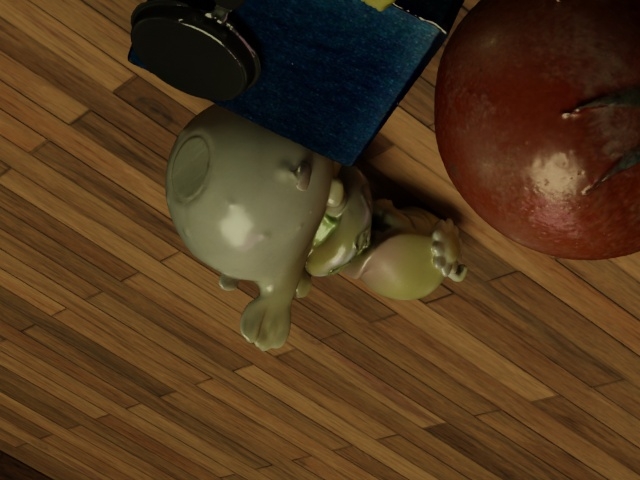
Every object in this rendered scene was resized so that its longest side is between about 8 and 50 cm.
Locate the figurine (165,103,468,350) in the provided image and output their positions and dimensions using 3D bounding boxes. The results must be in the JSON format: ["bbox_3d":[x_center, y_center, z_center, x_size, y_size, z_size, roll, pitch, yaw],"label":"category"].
[{"bbox_3d":[0.000,0.000,1.710,0.394,0.274,0.227,20,175,-38],"label":"figurine"}]

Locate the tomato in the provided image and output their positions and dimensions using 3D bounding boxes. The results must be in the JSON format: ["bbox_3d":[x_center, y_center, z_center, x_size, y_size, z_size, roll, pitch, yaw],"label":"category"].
[{"bbox_3d":[0.223,-0.113,1.332,0.265,0.264,0.265,16,151,9],"label":"tomato"}]

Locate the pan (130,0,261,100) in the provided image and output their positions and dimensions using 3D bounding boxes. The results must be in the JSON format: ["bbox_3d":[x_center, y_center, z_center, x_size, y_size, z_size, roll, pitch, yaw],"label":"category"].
[{"bbox_3d":[-0.104,-0.198,1.413,0.136,0.028,0.235,29,150,-10],"label":"pan"}]

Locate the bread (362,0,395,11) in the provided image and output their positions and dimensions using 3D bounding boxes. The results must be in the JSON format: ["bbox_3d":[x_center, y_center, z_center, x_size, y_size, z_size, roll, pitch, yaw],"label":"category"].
[{"bbox_3d":[0.115,-0.321,1.170,0.077,0.138,0.361,27,151,-13],"label":"bread"}]

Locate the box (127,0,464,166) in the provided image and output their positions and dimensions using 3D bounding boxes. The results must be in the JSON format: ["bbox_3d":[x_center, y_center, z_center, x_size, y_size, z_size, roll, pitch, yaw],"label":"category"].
[{"bbox_3d":[-0.025,-0.224,1.454,0.261,0.116,0.279,27,152,-5],"label":"box"}]
